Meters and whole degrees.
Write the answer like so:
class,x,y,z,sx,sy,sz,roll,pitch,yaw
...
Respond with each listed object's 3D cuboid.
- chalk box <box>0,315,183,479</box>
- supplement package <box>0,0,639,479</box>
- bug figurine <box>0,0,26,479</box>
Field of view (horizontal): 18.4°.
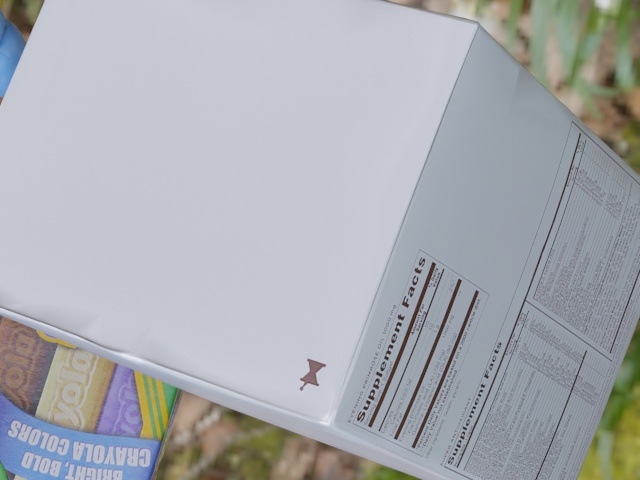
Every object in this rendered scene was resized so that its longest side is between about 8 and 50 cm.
class,x,y,z,sx,sy,sz,roll,pitch,yaw
chalk box,-0.154,0.122,1.001,0.132,0.213,0.132,19,172,-5
supplement package,0.000,0.000,0.780,0.194,0.149,0.203,17,172,33
bug figurine,-0.173,0.013,0.823,0.072,0.279,0.216,17,163,40
